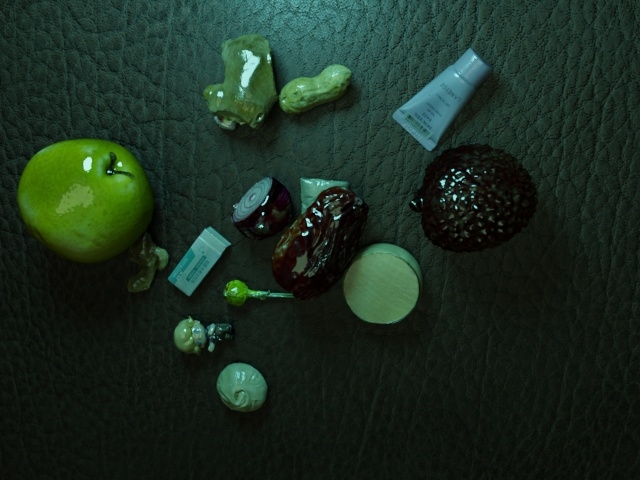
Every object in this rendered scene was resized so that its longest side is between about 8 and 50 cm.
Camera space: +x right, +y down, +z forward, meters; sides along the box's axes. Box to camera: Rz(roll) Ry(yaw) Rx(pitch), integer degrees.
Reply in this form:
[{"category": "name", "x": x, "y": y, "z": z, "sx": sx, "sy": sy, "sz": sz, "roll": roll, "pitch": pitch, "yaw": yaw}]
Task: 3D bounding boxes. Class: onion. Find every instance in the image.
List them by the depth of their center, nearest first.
[{"category": "onion", "x": -0.162, "y": -0.069, "z": 1.467, "sx": 0.195, "sy": 0.218, "sz": 0.140, "roll": -35, "pitch": 124, "yaw": 9}]

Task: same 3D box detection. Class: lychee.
[{"category": "lychee", "x": 0.401, "y": -0.108, "z": 1.329, "sx": 0.330, "sy": 0.306, "sz": 0.306, "roll": 2, "pitch": 104, "yaw": 5}]

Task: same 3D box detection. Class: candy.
[{"category": "candy", "x": -0.182, "y": 0.175, "z": 1.614, "sx": 0.262, "sy": 0.073, "sz": 0.077, "roll": 2, "pitch": 123, "yaw": 1}]

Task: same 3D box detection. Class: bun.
[{"category": "bun", "x": -0.272, "y": 0.510, "z": 1.684, "sx": 0.183, "sy": 0.102, "sz": 0.183, "roll": 3, "pitch": 105, "yaw": 11}]

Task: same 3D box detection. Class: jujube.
[{"category": "jujube", "x": 0.000, "y": 0.000, "z": 1.430, "sx": 0.216, "sy": 0.216, "sz": 0.342, "roll": 34, "pitch": 103, "yaw": -1}]

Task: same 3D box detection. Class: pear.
[{"category": "pear", "x": -0.682, "y": -0.114, "z": 1.465, "sx": 0.362, "sy": 0.362, "sz": 0.418, "roll": 48, "pitch": 133, "yaw": -5}]

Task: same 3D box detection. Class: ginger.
[{"category": "ginger", "x": -0.223, "y": -0.444, "z": 1.402, "sx": 0.221, "sy": 0.130, "sz": 0.275, "roll": -18, "pitch": 83, "yaw": 3}, {"category": "ginger", "x": -0.587, "y": 0.075, "z": 1.648, "sx": 0.133, "sy": 0.059, "sz": 0.214, "roll": 39, "pitch": 108, "yaw": -11}]

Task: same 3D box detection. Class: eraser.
[{"category": "eraser", "x": -0.394, "y": 0.069, "z": 1.617, "sx": 0.095, "sy": 0.052, "sz": 0.225, "roll": 40, "pitch": 106, "yaw": -1}]

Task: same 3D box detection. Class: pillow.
[{"category": "pillow", "x": 0.004, "y": -0.076, "z": 1.524, "sx": 0.148, "sy": 0.050, "sz": 0.229, "roll": 7, "pitch": 108, "yaw": 13}]

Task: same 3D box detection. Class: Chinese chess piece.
[{"category": "Chinese chess piece", "x": 0.188, "y": 0.132, "z": 1.520, "sx": 0.250, "sy": 0.103, "sz": 0.249, "roll": 2, "pitch": 104, "yaw": 9}]

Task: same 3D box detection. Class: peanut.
[{"category": "peanut", "x": -0.014, "y": -0.426, "z": 1.411, "sx": 0.229, "sy": 0.103, "sz": 0.098, "roll": -18, "pitch": 113, "yaw": 15}]

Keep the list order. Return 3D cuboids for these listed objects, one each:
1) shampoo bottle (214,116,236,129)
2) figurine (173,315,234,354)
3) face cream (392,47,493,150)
[{"category": "shampoo bottle", "x": -0.272, "y": -0.378, "z": 1.492, "sx": 0.072, "sy": 0.043, "sz": 0.099, "roll": 32, "pitch": 106, "yaw": -2}, {"category": "figurine", "x": -0.386, "y": 0.316, "z": 1.656, "sx": 0.196, "sy": 0.108, "sz": 0.114, "roll": -1, "pitch": 126, "yaw": 2}, {"category": "face cream", "x": 0.343, "y": -0.394, "z": 1.381, "sx": 0.154, "sy": 0.096, "sz": 0.274, "roll": 40, "pitch": 119, "yaw": -6}]
